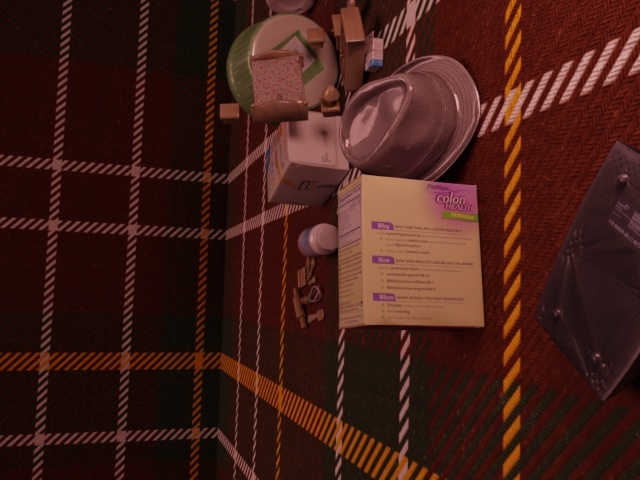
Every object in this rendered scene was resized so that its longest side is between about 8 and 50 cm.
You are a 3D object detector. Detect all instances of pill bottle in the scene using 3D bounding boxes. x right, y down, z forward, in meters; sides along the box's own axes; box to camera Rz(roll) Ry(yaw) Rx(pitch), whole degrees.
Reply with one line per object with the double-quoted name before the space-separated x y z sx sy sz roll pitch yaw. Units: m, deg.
"pill bottle" -0.100 -0.893 2.075 0.161 0.161 0.283 136 134 -64
"pill bottle" 0.000 0.000 1.732 0.160 0.087 0.087 162 110 -71

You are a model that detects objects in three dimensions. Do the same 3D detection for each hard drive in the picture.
"hard drive" 0.345 0.035 0.726 0.172 0.054 0.254 -114 33 -55

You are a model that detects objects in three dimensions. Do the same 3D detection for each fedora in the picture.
"fedora" 0.133 -0.213 1.142 0.275 0.124 0.243 -36 60 39

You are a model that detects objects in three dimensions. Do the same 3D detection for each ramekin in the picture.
"ramekin" -0.097 -0.483 1.797 0.148 0.303 0.303 180 93 -65

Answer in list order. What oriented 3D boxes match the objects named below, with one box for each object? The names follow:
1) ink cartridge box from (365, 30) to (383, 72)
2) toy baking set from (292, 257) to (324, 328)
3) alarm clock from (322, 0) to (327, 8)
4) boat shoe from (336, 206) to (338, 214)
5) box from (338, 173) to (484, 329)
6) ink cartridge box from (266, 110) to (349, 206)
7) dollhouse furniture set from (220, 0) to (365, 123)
"ink cartridge box" 0.127 -0.447 1.515 0.048 0.028 0.083 173 100 -71
"toy baking set" -0.041 0.165 1.920 0.196 0.030 0.256 111 155 -43
"alarm clock" 0.022 -0.761 1.835 0.129 0.064 0.192 -159 76 -71
"boat shoe" 0.080 -0.076 1.535 0.183 0.066 0.066 -136 53 -67
"box" 0.147 0.028 1.074 0.117 0.214 0.243 152 119 -69
"ink cartridge box" -0.041 -0.222 1.763 0.232 0.168 0.171 129 142 -59
"dollhouse furniture set" -0.078 -0.463 1.567 0.174 0.356 0.303 90 174 -59
